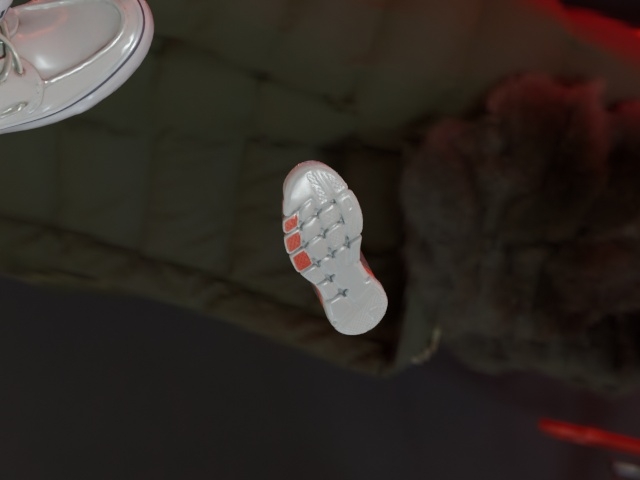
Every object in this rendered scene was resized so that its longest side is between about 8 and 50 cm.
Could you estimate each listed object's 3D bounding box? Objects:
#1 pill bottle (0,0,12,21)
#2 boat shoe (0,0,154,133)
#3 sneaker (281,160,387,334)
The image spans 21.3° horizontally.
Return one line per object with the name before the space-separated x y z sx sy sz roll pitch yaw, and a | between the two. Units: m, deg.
pill bottle | -0.226 -0.130 0.767 0.245 0.130 0.130 -30 138 -40
boat shoe | -0.259 -0.133 1.311 0.088 0.267 0.096 69 3 -82
sneaker | 0.000 0.000 1.254 0.065 0.061 0.158 -123 -168 -51
